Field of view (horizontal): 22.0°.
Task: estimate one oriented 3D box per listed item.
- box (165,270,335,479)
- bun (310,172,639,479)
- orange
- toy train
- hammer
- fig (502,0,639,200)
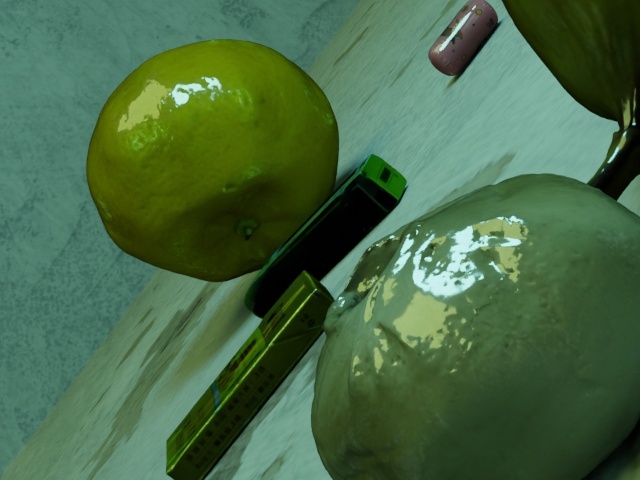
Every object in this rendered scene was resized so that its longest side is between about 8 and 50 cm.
[{"bbox_3d":[-0.059,0.114,1.373,0.193,0.030,0.121,-52,8,1],"label":"box"},{"bbox_3d":[0.063,0.042,0.684,0.173,0.113,0.166,-49,8,0],"label":"bun"},{"bbox_3d":[-0.111,-0.082,1.764,0.279,0.235,0.279,-22,-31,-14],"label":"orange"},{"bbox_3d":[0.000,0.000,1.496,0.209,0.044,0.042,-45,11,39],"label":"toy train"},{"bbox_3d":[0.141,-0.202,1.630,0.083,0.043,0.043,-54,8,-9],"label":"hammer"},{"bbox_3d":[0.154,-0.118,0.816,0.145,0.170,0.274,112,172,-56],"label":"fig"}]
